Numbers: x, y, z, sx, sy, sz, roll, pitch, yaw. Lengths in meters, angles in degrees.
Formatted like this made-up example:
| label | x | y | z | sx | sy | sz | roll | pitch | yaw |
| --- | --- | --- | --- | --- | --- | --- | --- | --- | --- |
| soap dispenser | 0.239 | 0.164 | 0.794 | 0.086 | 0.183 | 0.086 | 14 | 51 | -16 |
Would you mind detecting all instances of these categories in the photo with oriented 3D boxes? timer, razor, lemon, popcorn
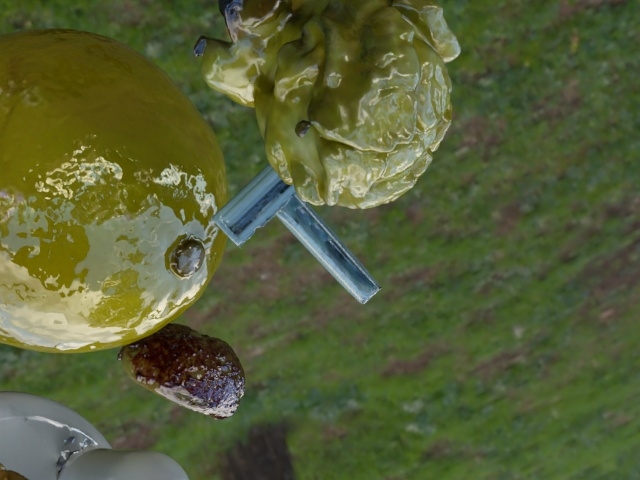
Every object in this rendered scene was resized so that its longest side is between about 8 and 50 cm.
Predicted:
| label | x | y | z | sx | sy | sz | roll | pitch | yaw |
| --- | --- | --- | --- | --- | --- | --- | --- | --- | --- |
| timer | -0.234 | 0.224 | 0.948 | 0.233 | 0.233 | 0.240 | 1 | 172 | -43 |
| razor | -0.006 | -0.006 | 1.177 | 0.111 | 0.056 | 0.278 | -44 | 152 | -1 |
| lemon | -0.259 | -0.046 | 1.276 | 0.348 | 0.348 | 0.348 | -20 | 155 | -10 |
| popcorn | 0.004 | -0.113 | 0.967 | 0.173 | 0.195 | 0.168 | -2 | 104 | -64 |

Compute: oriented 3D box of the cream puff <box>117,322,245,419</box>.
| label | x | y | z | sx | sy | sz | roll | pitch | yaw |
| --- | --- | --- | --- | --- | --- | --- | --- | --- | --- |
| cream puff | -0.149 | 0.138 | 1.417 | 0.084 | 0.149 | 0.149 | -65 | 154 | -7 |

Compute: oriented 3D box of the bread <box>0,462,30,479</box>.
| label | x | y | z | sx | sy | sz | roll | pitch | yaw |
| --- | --- | --- | --- | --- | --- | --- | --- | --- | --- |
| bread | -0.235 | 0.175 | 0.796 | 0.109 | 0.080 | 0.084 | 23 | 152 | 5 |
